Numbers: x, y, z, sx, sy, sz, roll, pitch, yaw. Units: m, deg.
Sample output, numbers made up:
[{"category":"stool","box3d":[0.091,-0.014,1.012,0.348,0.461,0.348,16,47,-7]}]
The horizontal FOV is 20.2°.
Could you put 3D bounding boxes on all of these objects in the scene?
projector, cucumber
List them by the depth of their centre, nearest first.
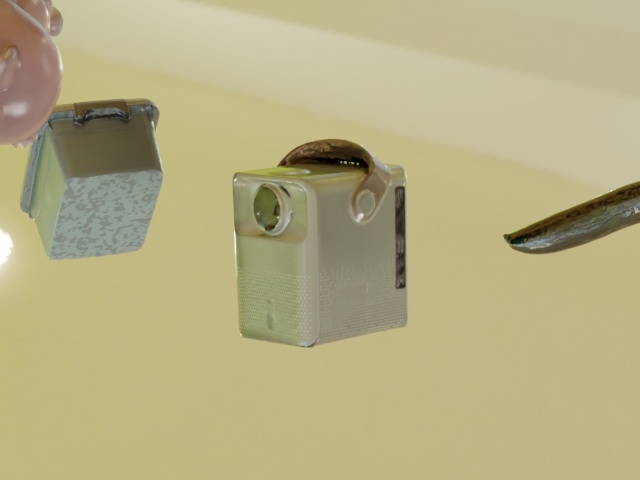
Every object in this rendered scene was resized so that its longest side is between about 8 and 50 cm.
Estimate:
[{"category":"projector","box3d":[0.000,0.000,2.174,0.177,0.242,0.163,-8,-168,-43]},{"category":"cucumber","box3d":[0.358,-0.034,2.192,0.284,0.056,0.056,-19,-152,24]}]

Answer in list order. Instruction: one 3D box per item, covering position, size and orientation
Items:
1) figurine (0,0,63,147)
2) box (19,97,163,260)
[{"category":"figurine","box3d":[-0.348,-0.206,1.847,0.186,0.176,0.287,17,-138,-8]},{"category":"box","box3d":[-0.290,-0.079,2.311,0.162,0.227,0.130,-6,-123,-22]}]
